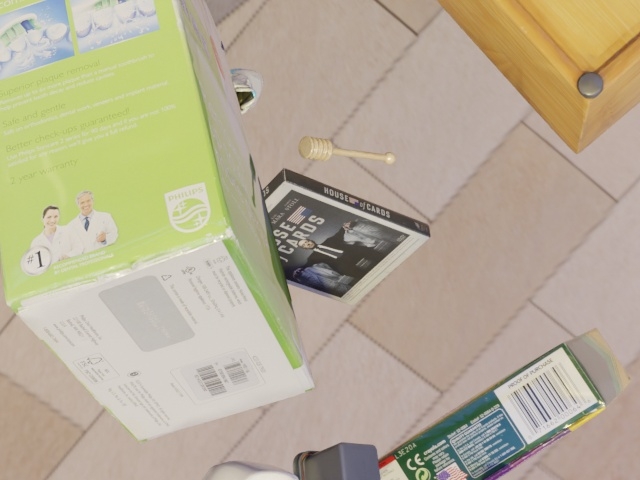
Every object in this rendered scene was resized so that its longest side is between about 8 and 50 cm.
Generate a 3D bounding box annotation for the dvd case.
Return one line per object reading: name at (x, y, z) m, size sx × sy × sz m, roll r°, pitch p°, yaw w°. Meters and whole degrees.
dvd case at (0.000, 0.000, 1.699) m, size 0.239 × 0.029 × 0.179 m, roll 20°, pitch 135°, yaw -31°

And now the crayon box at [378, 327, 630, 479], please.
crayon box at (0.237, 0.264, 1.762) m, size 0.363 × 0.313 × 0.106 m, roll -35°, pitch 80°, yaw 16°

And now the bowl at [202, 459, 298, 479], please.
bowl at (-0.096, 0.282, 1.295) m, size 0.053 × 0.142 × 0.142 m, roll 31°, pitch 90°, yaw 24°

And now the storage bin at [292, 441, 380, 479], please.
storage bin at (0.023, 0.307, 1.537) m, size 0.098 × 0.135 × 0.091 m, roll 10°, pitch 148°, yaw -29°

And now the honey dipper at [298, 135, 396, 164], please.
honey dipper at (0.041, -0.116, 1.713) m, size 0.161 × 0.030 × 0.030 m, roll 6°, pitch 110°, yaw -40°

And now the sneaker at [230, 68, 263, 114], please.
sneaker at (-0.120, -0.210, 1.877) m, size 0.083 × 0.191 × 0.071 m, roll -7°, pitch 109°, yaw 30°

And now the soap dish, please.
soap dish at (0.240, -0.267, 1.230) m, size 0.229 × 0.118 × 0.291 m, roll -40°, pitch 83°, yaw -2°

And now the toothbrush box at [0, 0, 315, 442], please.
toothbrush box at (-0.109, -0.054, 0.756) m, size 0.122 × 0.283 × 0.206 m, roll -18°, pitch 149°, yaw 2°
